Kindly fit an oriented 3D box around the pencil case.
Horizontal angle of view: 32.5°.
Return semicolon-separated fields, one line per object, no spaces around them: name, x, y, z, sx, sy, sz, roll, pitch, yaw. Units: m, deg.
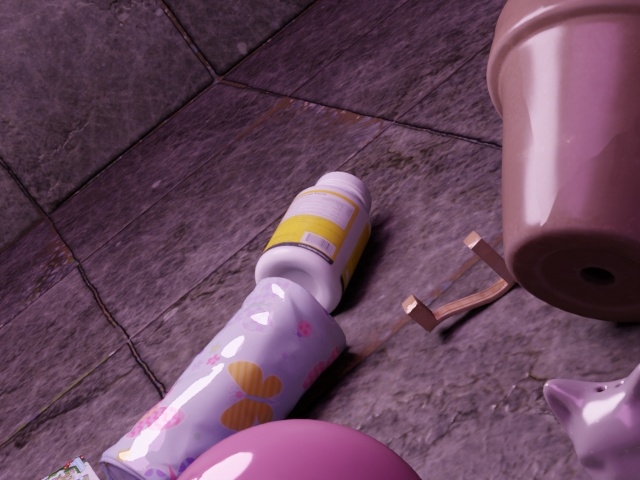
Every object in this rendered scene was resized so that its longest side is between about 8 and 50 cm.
pencil case;-0.094;0.159;1.093;0.273;0.113;0.124;-49;16;-28

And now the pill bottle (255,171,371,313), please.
pill bottle;0.000;0.000;1.287;0.103;0.103;0.184;-21;26;34

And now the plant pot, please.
plant pot;0.248;-0.066;0.899;0.263;0.263;0.229;-13;49;46

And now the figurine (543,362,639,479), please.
figurine;0.234;0.126;0.528;0.215;0.209;0.092;-17;29;41

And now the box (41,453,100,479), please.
box;-0.274;0.325;1.056;0.201;0.057;0.293;-30;19;-17

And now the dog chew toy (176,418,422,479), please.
dog chew toy;-0.001;0.246;0.642;0.207;0.206;0.332;-35;21;3

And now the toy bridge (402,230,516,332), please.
toy bridge;0.165;0.017;1.050;0.188;0.063;0.026;-46;20;6
